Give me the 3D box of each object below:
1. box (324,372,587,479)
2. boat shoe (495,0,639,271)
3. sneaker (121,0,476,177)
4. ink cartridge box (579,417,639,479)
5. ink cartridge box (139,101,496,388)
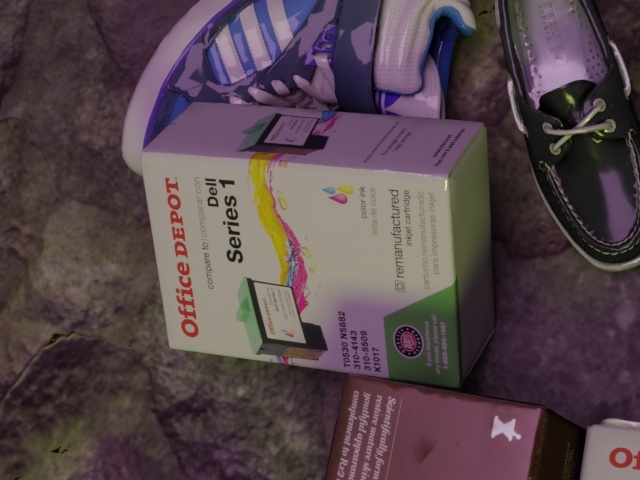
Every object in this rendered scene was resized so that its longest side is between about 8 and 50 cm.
[{"bbox_3d":[0.112,0.212,1.368,0.167,0.203,0.168,9,80,23],"label":"box"},{"bbox_3d":[0.215,-0.121,1.467,0.114,0.091,0.302,-24,70,14],"label":"boat shoe"},{"bbox_3d":[-0.007,-0.138,1.533,0.236,0.130,0.323,38,87,28],"label":"sneaker"},{"bbox_3d":[0.293,0.290,1.310,0.197,0.114,0.273,4,71,21],"label":"ink cartridge box"},{"bbox_3d":[0.000,0.000,1.456,0.278,0.117,0.201,6,119,22],"label":"ink cartridge box"}]
